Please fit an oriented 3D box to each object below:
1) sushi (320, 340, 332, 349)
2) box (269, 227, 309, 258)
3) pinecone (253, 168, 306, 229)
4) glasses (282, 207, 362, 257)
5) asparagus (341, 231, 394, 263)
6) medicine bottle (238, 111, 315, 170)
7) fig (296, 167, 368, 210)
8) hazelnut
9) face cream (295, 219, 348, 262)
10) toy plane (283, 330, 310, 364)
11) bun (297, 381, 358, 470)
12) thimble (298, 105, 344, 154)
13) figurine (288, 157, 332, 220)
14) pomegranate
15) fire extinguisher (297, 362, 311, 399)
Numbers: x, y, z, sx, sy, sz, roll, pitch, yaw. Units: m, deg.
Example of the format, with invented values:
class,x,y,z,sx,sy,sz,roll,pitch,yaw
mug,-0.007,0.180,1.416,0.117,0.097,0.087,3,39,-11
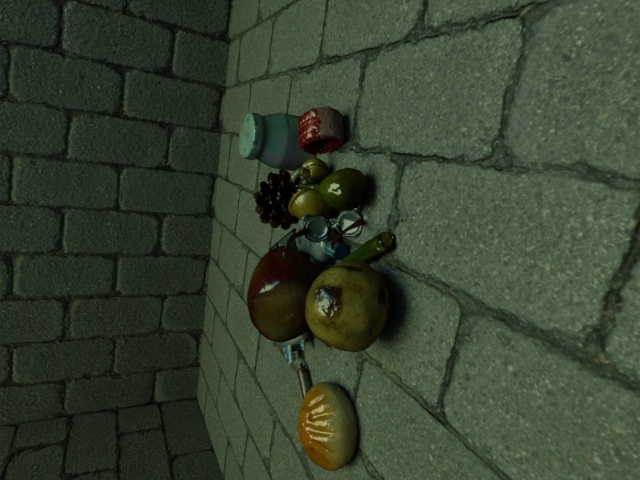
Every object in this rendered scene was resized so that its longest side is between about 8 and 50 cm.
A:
class,x,y,z,sx,sy,sz,roll,pitch,yaw
sushi,0.028,0.371,1.579,0.118,0.061,0.060,-98,13,-61
box,-0.154,0.091,1.934,0.350,0.058,0.212,-35,57,56
pinecone,-0.158,-0.190,1.764,0.264,0.263,0.265,-7,82,62
glasses,0.003,-0.036,1.381,0.233,0.268,0.118,-7,98,22
asparagus,0.146,0.046,1.368,0.277,0.059,0.068,-42,62,54
medicine bottle,-0.189,-0.434,1.787,0.245,0.289,0.246,-8,81,61
fig,0.032,-0.191,1.404,0.259,0.151,0.152,18,109,18
hazelnut,-0.137,0.209,1.614,0.365,0.365,0.367,-7,82,62
face cream,0.000,0.000,1.624,0.336,0.080,0.163,29,112,59
toy plane,-0.130,0.405,1.802,0.266,0.122,0.267,-178,90,-65
bun,0.001,0.667,1.489,0.298,0.164,0.300,-8,81,60
thimble,0.001,-0.416,1.564,0.189,0.162,0.125,-24,69,60
figurine,-0.027,-0.194,1.589,0.167,0.192,0.257,-10,68,43
pomegranate,0.083,0.201,1.255,0.281,0.280,0.282,-7,82,62
fire extinguisher,-0.066,0.599,1.746,0.062,0.050,0.178,64,-170,-58
